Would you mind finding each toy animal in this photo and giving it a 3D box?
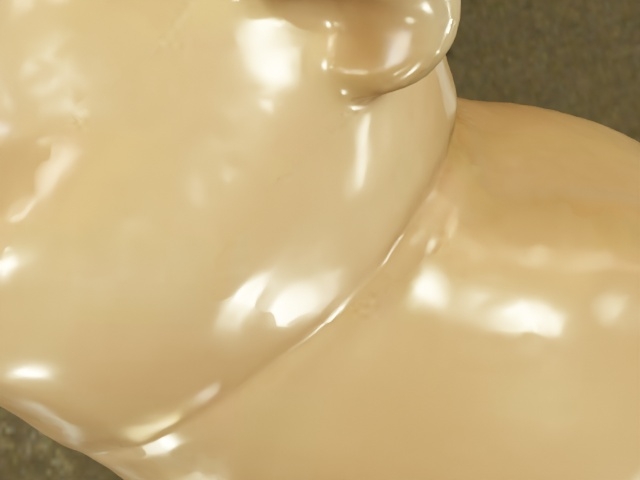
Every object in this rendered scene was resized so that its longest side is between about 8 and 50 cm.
[{"bbox_3d":[0.000,0.000,0.553,0.326,0.237,0.269,8,111,-12],"label":"toy animal"}]
